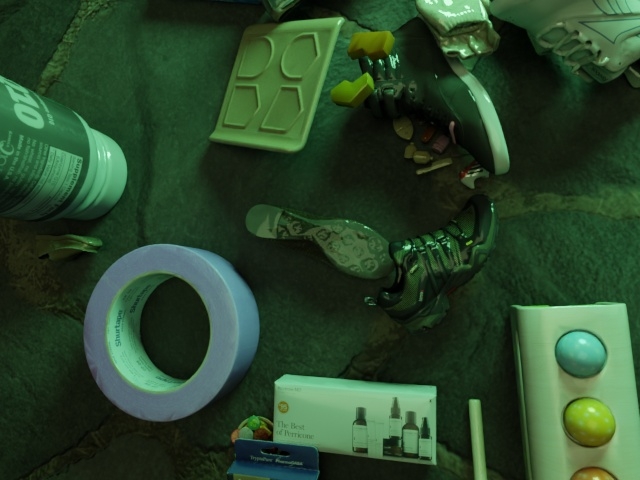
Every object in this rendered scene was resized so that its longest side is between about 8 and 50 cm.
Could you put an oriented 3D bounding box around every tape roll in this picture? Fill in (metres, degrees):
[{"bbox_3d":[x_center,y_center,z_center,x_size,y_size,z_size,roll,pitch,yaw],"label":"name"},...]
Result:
[{"bbox_3d":[-0.244,0.145,0.750,0.275,0.090,0.274,-2,84,13],"label":"tape roll"}]

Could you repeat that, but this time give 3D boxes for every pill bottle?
[{"bbox_3d":[-0.486,-0.138,0.697,0.204,0.361,0.204,-1,85,14],"label":"pill bottle"}]

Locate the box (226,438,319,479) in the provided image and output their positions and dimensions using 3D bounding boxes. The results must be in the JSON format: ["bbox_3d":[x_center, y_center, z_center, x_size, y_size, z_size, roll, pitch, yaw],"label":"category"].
[{"bbox_3d":[-0.067,0.411,0.678,0.136,0.036,0.225,0,99,14],"label":"box"}]

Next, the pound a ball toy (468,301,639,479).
[{"bbox_3d":[0.288,0.244,0.583,0.208,0.136,0.319,-4,83,14],"label":"pound a ball toy"}]

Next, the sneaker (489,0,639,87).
[{"bbox_3d":[0.352,-0.277,0.586,0.297,0.111,0.129,3,95,-15],"label":"sneaker"}]

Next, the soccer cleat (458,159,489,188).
[{"bbox_3d":[0.247,-0.114,0.685,0.083,0.029,0.035,-45,85,9],"label":"soccer cleat"}]

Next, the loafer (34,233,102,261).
[{"bbox_3d":[-0.463,0.015,0.837,0.148,0.056,0.050,2,86,24],"label":"loafer"}]

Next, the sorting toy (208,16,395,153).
[{"bbox_3d":[-0.037,-0.243,0.718,0.307,0.041,0.229,17,86,37],"label":"sorting toy"}]

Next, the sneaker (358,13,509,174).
[{"bbox_3d":[0.150,-0.192,0.664,0.147,0.104,0.295,-25,65,8],"label":"sneaker"}]

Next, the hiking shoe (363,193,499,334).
[{"bbox_3d":[0.159,0.021,0.647,0.114,0.086,0.227,31,93,-11],"label":"hiking shoe"}]

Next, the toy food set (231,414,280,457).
[{"bbox_3d":[-0.103,0.326,0.732,0.082,0.020,0.083,36,94,15],"label":"toy food set"}]

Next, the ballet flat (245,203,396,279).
[{"bbox_3d":[0.000,0.000,0.726,0.250,0.058,0.084,16,84,10],"label":"ballet flat"}]

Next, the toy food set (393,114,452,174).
[{"bbox_3d":[0.162,-0.163,0.716,0.078,0.019,0.122,-17,73,12],"label":"toy food set"}]

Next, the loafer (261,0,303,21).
[{"bbox_3d":[0.025,-0.442,0.743,0.267,0.096,0.084,-21,98,5],"label":"loafer"}]

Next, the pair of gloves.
[{"bbox_3d":[0.240,-0.350,0.646,0.240,0.042,0.204,-9,71,-14],"label":"pair of gloves"}]

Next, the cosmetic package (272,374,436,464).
[{"bbox_3d":[0.050,0.262,0.679,0.239,0.060,0.099,0,84,14],"label":"cosmetic package"}]

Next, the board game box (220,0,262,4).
[{"bbox_3d":[-0.177,-0.517,0.818,0.210,0.047,0.160,12,88,15],"label":"board game box"}]
